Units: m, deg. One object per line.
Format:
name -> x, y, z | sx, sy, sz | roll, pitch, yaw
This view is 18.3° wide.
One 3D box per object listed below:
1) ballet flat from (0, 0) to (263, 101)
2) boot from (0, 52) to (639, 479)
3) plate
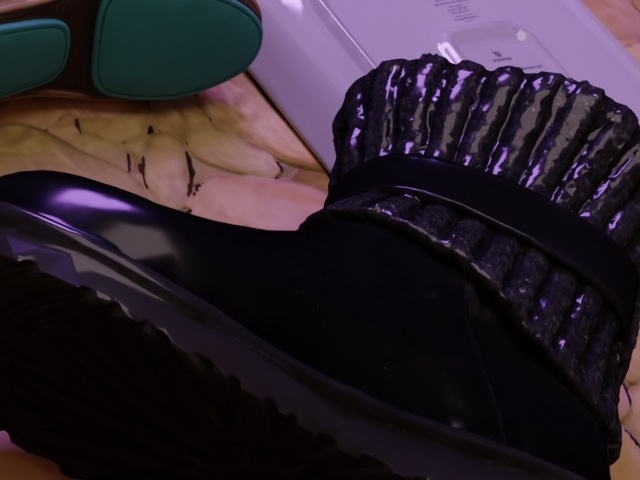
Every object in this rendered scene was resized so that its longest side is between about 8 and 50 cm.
ballet flat -> -0.133, -0.111, 1.000 | 0.232, 0.080, 0.073 | -9, 38, -41
boot -> -0.001, 0.002, 0.886 | 0.348, 0.131, 0.260 | 28, 50, -20
plate -> 0.102, -0.085, 1.146 | 0.277, 0.045, 0.278 | -14, 56, -41
